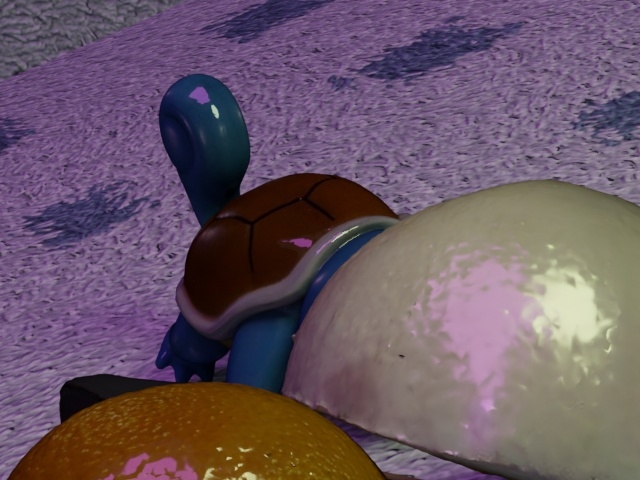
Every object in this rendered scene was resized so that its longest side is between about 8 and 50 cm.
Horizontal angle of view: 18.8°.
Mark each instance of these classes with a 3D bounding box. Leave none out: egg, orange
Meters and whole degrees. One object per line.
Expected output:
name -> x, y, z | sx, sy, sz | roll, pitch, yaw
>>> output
egg -> 0.144, 0.061, 1.238 | 0.337, 0.201, 0.337 | 14, -4, 1
orange -> -0.067, 0.214, 1.118 | 0.274, 0.274, 0.274 | -16, 20, 6

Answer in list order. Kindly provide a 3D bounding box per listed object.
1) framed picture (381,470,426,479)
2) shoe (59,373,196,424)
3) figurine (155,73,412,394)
framed picture -> -0.027, 0.223, 1.420 | 0.201, 0.010, 0.136 | -33, 24, -36
shoe -> -0.112, 0.165, 1.518 | 0.093, 0.108, 0.241 | -14, 16, -37
figurine -> -0.005, 0.029, 1.667 | 0.298, 0.243, 0.416 | -19, 39, -28
